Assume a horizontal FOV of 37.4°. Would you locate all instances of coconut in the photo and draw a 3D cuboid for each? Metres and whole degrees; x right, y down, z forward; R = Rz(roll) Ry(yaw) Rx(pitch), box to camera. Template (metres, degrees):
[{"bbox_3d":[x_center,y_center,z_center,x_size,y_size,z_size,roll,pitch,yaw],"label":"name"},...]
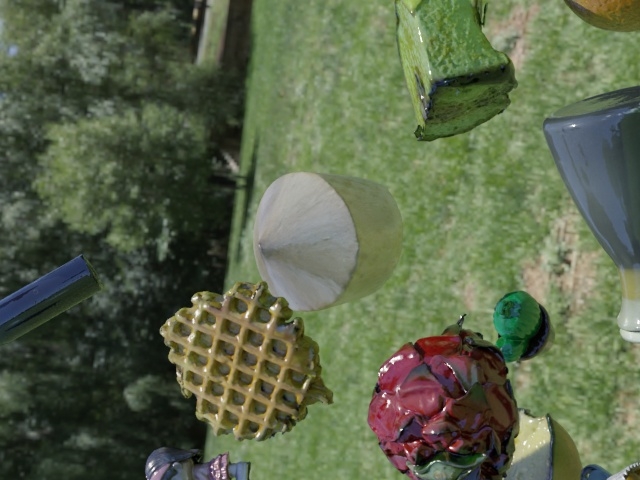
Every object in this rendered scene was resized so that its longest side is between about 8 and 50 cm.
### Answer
[{"bbox_3d":[0.000,0.000,1.872,0.329,0.328,0.329,-173,90,-83],"label":"coconut"}]

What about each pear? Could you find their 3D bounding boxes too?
[{"bbox_3d":[0.220,-0.330,1.642,0.238,0.164,0.255,90,166,-71],"label":"pear"}]

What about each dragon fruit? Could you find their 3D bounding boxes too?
[{"bbox_3d":[0.189,0.230,1.353,0.293,0.233,0.234,-52,-21,-51],"label":"dragon fruit"}]

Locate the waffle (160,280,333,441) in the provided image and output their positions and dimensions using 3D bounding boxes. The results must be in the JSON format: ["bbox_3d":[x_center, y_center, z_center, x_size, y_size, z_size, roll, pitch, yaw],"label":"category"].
[{"bbox_3d":[-0.114,0.184,1.408,0.254,0.245,0.052,65,-155,-10],"label":"waffle"}]

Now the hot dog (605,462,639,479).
[{"bbox_3d":[0.405,0.401,1.128,0.075,0.144,0.268,-31,58,37],"label":"hot dog"}]

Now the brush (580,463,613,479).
[{"bbox_3d":[0.474,0.372,1.240,0.297,0.060,0.068,31,131,47],"label":"brush"}]

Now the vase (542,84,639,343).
[{"bbox_3d":[0.415,-0.032,1.252,0.173,0.173,0.321,-122,15,-79],"label":"vase"}]

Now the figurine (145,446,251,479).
[{"bbox_3d":[-0.148,0.275,1.137,0.072,0.129,0.054,94,173,-74],"label":"figurine"}]

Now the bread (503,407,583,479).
[{"bbox_3d":[0.403,0.435,1.691,0.174,0.133,0.252,-4,74,65],"label":"bread"}]

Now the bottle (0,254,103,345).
[{"bbox_3d":[-0.500,0.116,1.642,0.072,0.244,0.082,55,169,27],"label":"bottle"}]

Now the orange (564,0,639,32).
[{"bbox_3d":[0.527,-0.495,1.609,0.274,0.274,0.274,-173,90,-83],"label":"orange"}]

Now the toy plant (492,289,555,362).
[{"bbox_3d":[0.381,0.171,1.823,0.105,0.200,0.143,18,85,43],"label":"toy plant"}]
